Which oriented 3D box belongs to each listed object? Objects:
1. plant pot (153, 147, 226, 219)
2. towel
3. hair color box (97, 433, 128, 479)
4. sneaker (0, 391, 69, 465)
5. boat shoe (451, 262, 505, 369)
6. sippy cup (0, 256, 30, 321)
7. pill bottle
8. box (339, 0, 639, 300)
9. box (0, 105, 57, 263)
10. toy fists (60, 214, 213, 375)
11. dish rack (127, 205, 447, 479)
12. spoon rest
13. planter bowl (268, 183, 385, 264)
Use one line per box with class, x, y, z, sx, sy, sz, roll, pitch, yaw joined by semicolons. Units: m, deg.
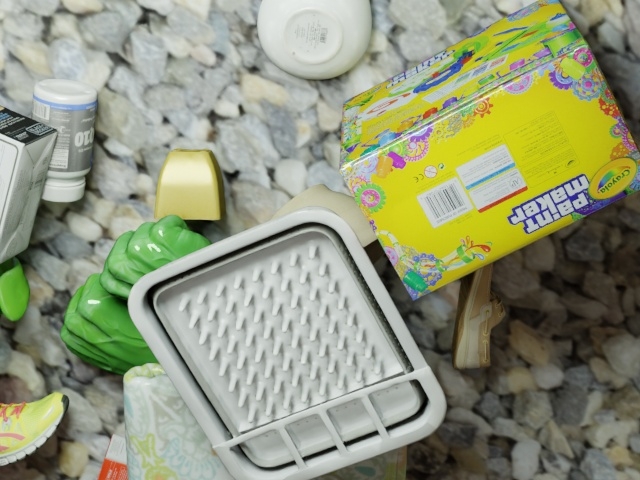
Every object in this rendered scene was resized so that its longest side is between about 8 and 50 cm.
plant pot;-0.160;-0.071;1.732;0.081;0.081;0.083;0;97;1
towel;-0.062;0.291;1.817;0.374;0.090;0.320;-6;110;-15
hair color box;-0.222;0.313;1.884;0.141;0.072;0.043;19;110;-5
sneaker;-0.429;0.246;1.860;0.208;0.081;0.094;-29;106;12
boat shoe;0.206;0.090;1.795;0.059;0.063;0.170;5;121;-3
sippy cup;-0.529;0.102;1.729;0.240;0.224;0.305;38;108;-12
pill bottle;-0.315;-0.121;1.714;0.078;0.078;0.137;8;112;-2
box;0.188;-0.115;1.596;0.290;0.279;0.177;-27;108;12
box;-0.477;-0.103;1.680;0.290;0.087;0.169;24;112;10
toy fists;-0.223;0.070;1.745;0.142;0.096;0.279;24;136;-21
dish rack;-0.034;0.121;1.642;0.285;0.072;0.333;-22;116;16
spoon rest;0.005;-0.313;1.643;0.137;0.084;0.276;11;124;-2
planter bowl;0.000;0.000;1.725;0.162;0.162;0.109;-41;78;15
